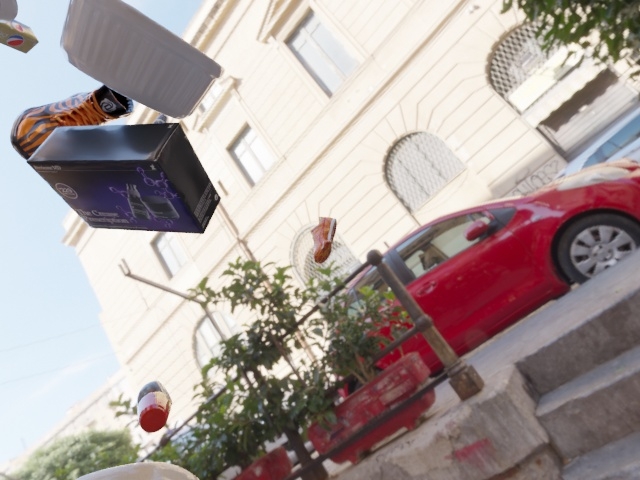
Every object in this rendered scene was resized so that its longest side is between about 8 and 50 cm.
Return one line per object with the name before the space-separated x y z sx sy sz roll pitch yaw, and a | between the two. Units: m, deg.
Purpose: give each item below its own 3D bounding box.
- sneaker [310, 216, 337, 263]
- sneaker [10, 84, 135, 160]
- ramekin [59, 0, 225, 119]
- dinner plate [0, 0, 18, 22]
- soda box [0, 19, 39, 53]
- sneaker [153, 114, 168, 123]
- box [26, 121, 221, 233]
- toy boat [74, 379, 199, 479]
sneaker | 0.000 0.000 1.138 0.175 0.067 0.064 -72 -17 -50
sneaker | -0.583 -0.309 1.008 0.180 0.321 0.124 -12 -53 23
ramekin | -0.320 -0.325 0.742 0.127 0.273 0.273 -60 -24 11
dinner plate | -0.654 -0.482 0.788 0.141 0.141 0.017 116 171 -55
soda box | -0.893 -0.593 1.156 0.061 0.058 0.181 -32 -1 11
sneaker | -0.550 -0.393 1.432 0.052 0.058 0.135 27 -22 -24
box | -0.344 -0.108 0.753 0.261 0.103 0.184 3 -40 17
toy boat | -0.322 0.428 0.751 0.267 0.318 0.148 11 -6 -20
